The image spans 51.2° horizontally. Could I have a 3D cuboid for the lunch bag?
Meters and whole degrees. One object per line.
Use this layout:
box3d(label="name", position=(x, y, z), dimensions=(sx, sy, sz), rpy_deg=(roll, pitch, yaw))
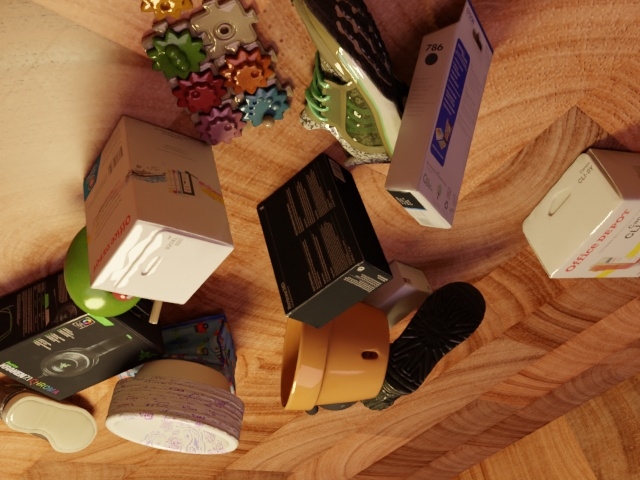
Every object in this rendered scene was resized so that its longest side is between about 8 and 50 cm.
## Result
box3d(label="lunch bag", position=(-0.357, 0.290, 1.596), dimensions=(0.293, 0.138, 0.221), rpy_deg=(-3, 144, 0))

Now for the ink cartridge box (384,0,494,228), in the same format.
box3d(label="ink cartridge box", position=(0.198, -0.202, 1.079), dimensions=(0.065, 0.333, 0.165), rpy_deg=(9, 165, 33))

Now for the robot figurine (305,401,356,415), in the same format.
box3d(label="robot figurine", position=(0.035, 0.342, 1.763), dimensions=(0.173, 0.209, 0.278), rpy_deg=(-7, 142, 4))

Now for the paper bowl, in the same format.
box3d(label="paper bowl", position=(-0.306, 0.355, 1.444), dimensions=(0.284, 0.148, 0.284), rpy_deg=(6, 151, 3))

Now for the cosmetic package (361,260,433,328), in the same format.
box3d(label="cosmetic package", position=(0.152, 0.156, 1.656), dimensions=(0.117, 0.086, 0.231), rpy_deg=(21, 126, -42))

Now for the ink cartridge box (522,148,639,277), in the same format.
box3d(label="ink cartridge box", position=(0.718, -0.051, 1.568), dimensions=(0.384, 0.160, 0.279), rpy_deg=(1, 139, -25))

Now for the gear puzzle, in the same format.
box3d(label="gear puzzle", position=(-0.160, -0.269, 1.000), dimensions=(0.175, 0.044, 0.339), rpy_deg=(-23, 144, 5))

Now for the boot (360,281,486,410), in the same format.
box3d(label="boot", position=(0.235, 0.258, 1.630), dimensions=(0.348, 0.131, 0.260), rpy_deg=(-40, 169, -20))

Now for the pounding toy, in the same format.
box3d(label="pounding toy", position=(-0.333, 0.059, 1.215), dimensions=(0.110, 0.183, 0.237), rpy_deg=(5, 168, 35))

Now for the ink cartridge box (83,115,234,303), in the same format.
box3d(label="ink cartridge box", position=(-0.268, -0.045, 1.084), dimensions=(0.168, 0.233, 0.171), rpy_deg=(15, 132, -37))

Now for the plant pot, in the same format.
box3d(label="plant pot", position=(0.032, 0.243, 1.504), dimensions=(0.203, 0.291, 0.291), rpy_deg=(9, 138, -9))

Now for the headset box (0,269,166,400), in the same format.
box3d(label="headset box", position=(-0.489, 0.183, 1.368), dimensions=(0.283, 0.131, 0.246), rpy_deg=(-24, 144, 6))

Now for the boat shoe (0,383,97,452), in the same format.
box3d(label="boat shoe", position=(-0.673, 0.433, 1.642), dimensions=(0.117, 0.096, 0.324), rpy_deg=(-58, 149, -15))

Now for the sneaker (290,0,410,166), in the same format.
box3d(label="sneaker", position=(0.032, -0.229, 1.070), dimensions=(0.182, 0.158, 0.410), rpy_deg=(-16, 142, 21))

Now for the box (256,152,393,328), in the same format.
box3d(label="box", position=(0.000, 0.000, 1.235), dimensions=(0.184, 0.261, 0.103), rpy_deg=(-35, 141, 22))
